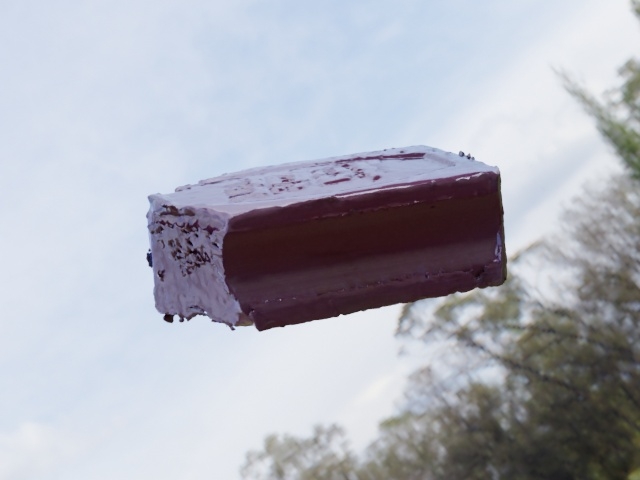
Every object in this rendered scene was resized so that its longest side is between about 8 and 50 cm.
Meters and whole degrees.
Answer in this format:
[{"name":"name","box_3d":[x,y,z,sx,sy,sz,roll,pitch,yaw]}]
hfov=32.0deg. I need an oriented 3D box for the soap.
[{"name":"soap","box_3d":[0.000,0.000,0.813,0.250,0.099,0.162,-10,16,-18]}]
